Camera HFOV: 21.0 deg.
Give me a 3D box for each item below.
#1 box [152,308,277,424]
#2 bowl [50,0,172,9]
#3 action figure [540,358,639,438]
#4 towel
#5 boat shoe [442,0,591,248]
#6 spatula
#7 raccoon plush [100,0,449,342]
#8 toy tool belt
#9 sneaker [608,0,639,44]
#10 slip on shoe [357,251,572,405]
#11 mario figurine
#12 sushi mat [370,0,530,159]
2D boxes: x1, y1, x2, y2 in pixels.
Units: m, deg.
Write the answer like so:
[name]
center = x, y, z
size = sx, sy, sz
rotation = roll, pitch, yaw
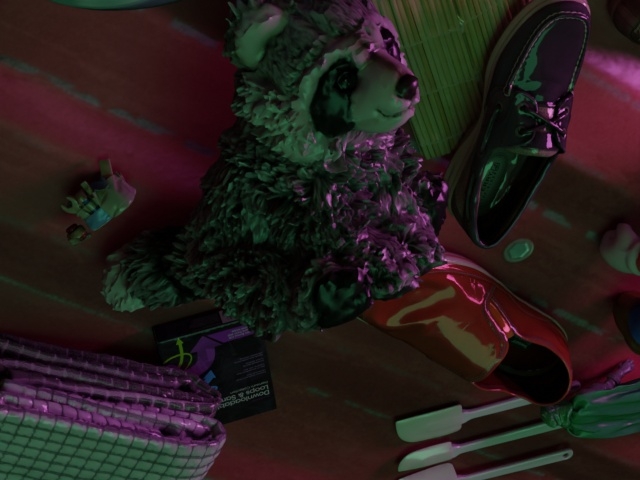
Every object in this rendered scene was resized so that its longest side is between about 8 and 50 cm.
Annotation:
[box]
center = -0.114, 0.142, 1.898
size = 0.116, 0.029, 0.162
rotation = -16, 136, -7
[bowl]
center = -0.167, -0.298, 1.293
size = 0.312, 0.163, 0.311
rotation = 1, 116, 1
[action figure]
center = 0.376, 0.196, 2.124
size = 0.232, 0.063, 0.137
rotation = -8, 135, -21
[towel]
center = -0.271, 0.224, 1.843
size = 0.284, 0.121, 0.235
rotation = 14, 132, -24
[boat shoe]
center = 0.205, -0.114, 1.716
size = 0.103, 0.092, 0.285
rotation = 5, 129, -26
[spatula]
center = 0.205, 0.250, 2.141
size = 0.242, 0.019, 0.168
rotation = -13, 130, -13
[raccoon plush]
center = -0.088, -0.077, 1.558
size = 0.446, 0.216, 0.299
rotation = -12, 111, 28
[toy tool belt]
center = -0.224, -0.039, 1.677
size = 0.083, 0.052, 0.051
rotation = -37, 103, 9
[sneaker]
center = 0.372, -0.198, 1.749
size = 0.188, 0.071, 0.066
rotation = 14, 124, -31
[slip on shoe]
center = 0.166, 0.101, 1.924
size = 0.331, 0.101, 0.123
rotation = 26, 119, -36
[mario figurine]
center = 0.444, -0.005, 1.926
size = 0.198, 0.170, 0.320
rotation = -28, 158, -31
[sushi mat]
center = 0.131, -0.213, 1.672
size = 0.151, 0.019, 0.316
rotation = -25, 136, -1
